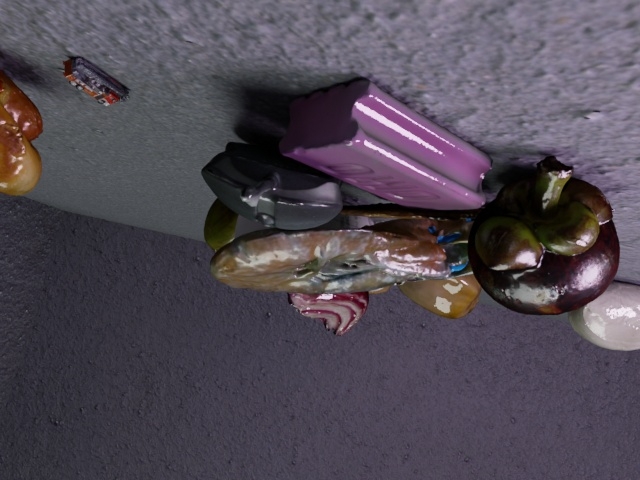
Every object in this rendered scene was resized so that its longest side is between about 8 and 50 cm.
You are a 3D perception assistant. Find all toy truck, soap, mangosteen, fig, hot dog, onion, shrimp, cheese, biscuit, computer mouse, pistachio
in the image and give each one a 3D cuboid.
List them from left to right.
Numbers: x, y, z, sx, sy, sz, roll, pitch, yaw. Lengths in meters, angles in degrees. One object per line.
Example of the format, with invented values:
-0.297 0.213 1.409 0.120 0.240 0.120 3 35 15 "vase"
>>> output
-0.455 -0.159 0.610 0.257 0.153 0.150 20 175 -33 "hot dog"
-0.257 -0.180 0.595 0.032 0.024 0.083 -19 161 12 "toy truck"
-0.162 -0.040 1.065 0.166 0.154 0.144 -21 121 9 "fig"
-0.057 -0.054 0.603 0.167 0.090 0.379 13 -169 1 "computer mouse"
0.023 0.054 1.180 0.146 0.279 0.314 -19 153 24 "onion"
0.062 0.014 0.756 0.446 0.109 0.221 -6 162 -3 "shrimp"
0.072 -0.090 0.543 0.203 0.065 0.122 17 172 -36 "soap"
0.127 -0.043 0.749 0.237 0.013 0.232 6 -172 40 "biscuit"
0.265 0.084 1.257 0.261 0.162 0.212 24 159 32 "pistachio"
0.244 0.003 0.595 0.184 0.172 0.173 20 170 -38 "mangosteen"
0.672 0.173 1.186 0.198 0.154 0.189 12 178 3 "cheese"

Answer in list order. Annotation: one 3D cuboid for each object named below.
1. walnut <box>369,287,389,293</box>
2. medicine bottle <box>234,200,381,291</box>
0.149 0.086 1.528 0.167 0.149 0.166 33 -162 -12 "walnut"
0.000 0.000 0.968 0.293 0.170 0.170 17 172 -33 "medicine bottle"
